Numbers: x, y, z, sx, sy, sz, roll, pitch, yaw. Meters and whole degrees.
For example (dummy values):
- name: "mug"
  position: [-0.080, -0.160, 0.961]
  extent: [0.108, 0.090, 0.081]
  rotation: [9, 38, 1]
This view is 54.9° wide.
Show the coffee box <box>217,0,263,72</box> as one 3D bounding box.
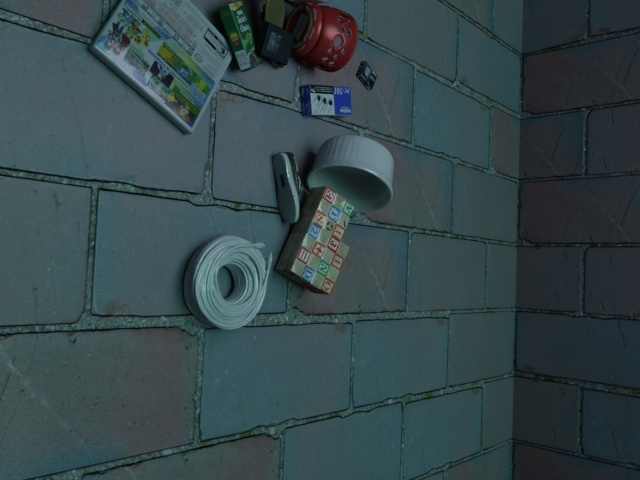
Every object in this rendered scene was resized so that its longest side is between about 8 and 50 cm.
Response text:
- name: "coffee box"
  position: [-0.223, -0.576, 1.737]
  extent: [0.113, 0.041, 0.184]
  rotation: [-63, 137, -63]

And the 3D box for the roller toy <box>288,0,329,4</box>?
- name: "roller toy"
  position: [-0.038, -0.826, 1.898]
  extent: [0.191, 0.146, 0.209]
  rotation: [0, 97, -56]

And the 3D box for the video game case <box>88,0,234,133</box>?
- name: "video game case"
  position: [-0.390, -0.491, 1.584]
  extent: [0.329, 0.036, 0.299]
  rotation: [42, 60, -41]

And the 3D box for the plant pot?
- name: "plant pot"
  position: [-0.007, -0.637, 1.909]
  extent: [0.174, 0.191, 0.191]
  rotation: [9, 83, -40]

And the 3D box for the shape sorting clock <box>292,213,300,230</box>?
- name: "shape sorting clock"
  position: [-0.014, -0.004, 2.001]
  extent: [0.206, 0.040, 0.206]
  rotation: [0, 89, -49]

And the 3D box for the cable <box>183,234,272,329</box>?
- name: "cable"
  position: [-0.257, 0.113, 1.692]
  extent: [0.257, 0.089, 0.256]
  rotation: [17, 78, -46]

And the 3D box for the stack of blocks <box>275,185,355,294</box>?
- name: "stack of blocks"
  position: [0.000, 0.000, 1.928]
  extent: [0.171, 0.087, 0.297]
  rotation: [34, 70, -33]

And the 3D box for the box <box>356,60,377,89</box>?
- name: "box"
  position: [0.167, -0.595, 2.223]
  extent: [0.083, 0.018, 0.067]
  rotation: [42, 60, -40]

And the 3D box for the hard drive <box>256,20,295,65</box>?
- name: "hard drive"
  position: [-0.129, -0.574, 1.803]
  extent: [0.135, 0.022, 0.094]
  rotation: [-1, 111, -59]

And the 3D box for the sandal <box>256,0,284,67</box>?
- name: "sandal"
  position: [-0.156, -0.630, 1.826]
  extent: [0.088, 0.079, 0.240]
  rotation: [-45, 145, -35]

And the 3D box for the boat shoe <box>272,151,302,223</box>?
- name: "boat shoe"
  position: [-0.088, -0.163, 1.890]
  extent: [0.070, 0.078, 0.219]
  rotation: [-14, 99, -46]

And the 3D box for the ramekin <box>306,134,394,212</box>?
- name: "ramekin"
  position: [0.103, -0.215, 1.969]
  extent: [0.277, 0.277, 0.135]
  rotation: [39, 54, -41]

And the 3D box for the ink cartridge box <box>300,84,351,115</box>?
- name: "ink cartridge box"
  position: [0.021, -0.461, 2.037]
  extent: [0.207, 0.046, 0.097]
  rotation: [-11, 100, -48]
